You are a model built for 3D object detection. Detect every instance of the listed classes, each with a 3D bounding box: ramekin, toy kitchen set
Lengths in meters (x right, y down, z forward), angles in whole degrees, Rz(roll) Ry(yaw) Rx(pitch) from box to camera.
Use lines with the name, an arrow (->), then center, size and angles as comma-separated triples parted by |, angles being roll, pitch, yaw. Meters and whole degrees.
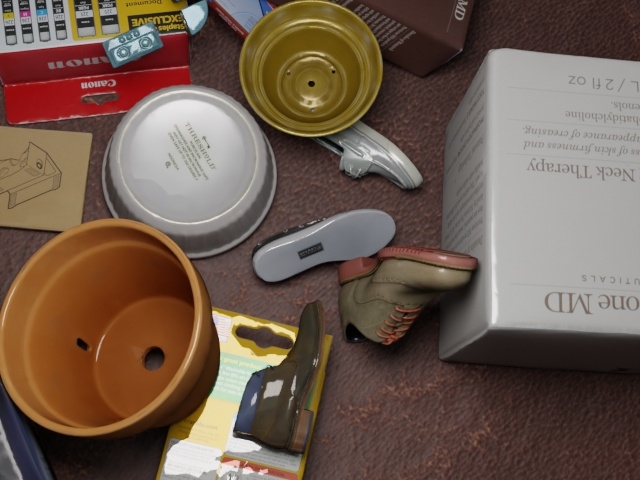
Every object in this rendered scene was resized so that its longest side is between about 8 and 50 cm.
ramekin -> -0.200, -0.112, 1.672 | 0.272, 0.127, 0.273 | 1, 79, -5
toy kitchen set -> -0.268, -0.377, 1.595 | 0.166, 0.122, 0.207 | -25, 99, -6

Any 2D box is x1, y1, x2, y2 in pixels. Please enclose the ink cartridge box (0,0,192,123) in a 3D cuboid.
ink cartridge box -> -0.362, -0.343, 1.728 | 0.309, 0.130, 0.272 | -9, 76, -9

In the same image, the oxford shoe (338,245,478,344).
oxford shoe -> 0.121, 0.083, 1.555 | 0.123, 0.348, 0.130 | 9, 79, -16

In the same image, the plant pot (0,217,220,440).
plant pot -> -0.263, 0.139, 1.505 | 0.290, 0.203, 0.291 | -5, 70, 14

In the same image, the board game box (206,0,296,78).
board game box -> -0.112, -0.397, 1.748 | 0.281, 0.027, 0.145 | 43, 60, -19

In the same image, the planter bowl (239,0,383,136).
planter bowl -> -0.015, -0.253, 1.694 | 0.217, 0.090, 0.217 | 0, 80, 0

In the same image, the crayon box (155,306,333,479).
crayon box -> -0.115, 0.277, 1.604 | 0.203, 0.083, 0.323 | 14, 74, -2

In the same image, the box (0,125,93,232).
box -> -0.463, -0.097, 1.706 | 0.201, 0.021, 0.164 | 5, 74, -4

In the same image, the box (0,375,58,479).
box -> -0.448, 0.332, 1.443 | 0.182, 0.296, 0.294 | -24, 78, -11

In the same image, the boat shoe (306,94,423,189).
boat shoe -> 0.056, -0.140, 1.747 | 0.227, 0.079, 0.081 | 38, 81, 11

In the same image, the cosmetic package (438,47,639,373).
cosmetic package -> 0.365, -0.026, 1.611 | 0.329, 0.327, 0.394 | 4, 75, -5

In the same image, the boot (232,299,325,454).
boot -> -0.056, 0.184, 1.551 | 0.106, 0.082, 0.219 | 10, 75, -6

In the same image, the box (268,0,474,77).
box -> 0.056, -0.432, 1.734 | 0.381, 0.143, 0.191 | 23, 70, -20

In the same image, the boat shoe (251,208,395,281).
boat shoe -> 0.000, 0.000, 1.700 | 0.228, 0.076, 0.080 | -22, 115, -5
